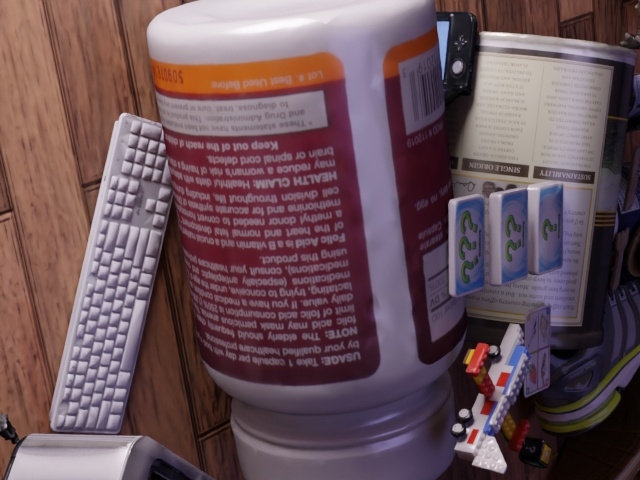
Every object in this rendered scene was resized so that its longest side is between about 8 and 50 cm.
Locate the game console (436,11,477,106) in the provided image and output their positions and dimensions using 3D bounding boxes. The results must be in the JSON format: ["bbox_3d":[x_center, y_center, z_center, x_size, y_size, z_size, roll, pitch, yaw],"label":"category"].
[{"bbox_3d":[0.069,-0.154,1.109,0.071,0.122,0.107,0,98,-44],"label":"game console"}]

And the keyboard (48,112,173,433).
[{"bbox_3d":[-0.161,0.029,1.002,0.072,0.014,0.256,13,89,-44],"label":"keyboard"}]

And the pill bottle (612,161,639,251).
[{"bbox_3d":[0.305,-0.031,1.380,0.169,0.094,0.094,-14,108,-41],"label":"pill bottle"}]

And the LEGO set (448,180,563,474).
[{"bbox_3d":[0.167,0.080,1.015,0.182,0.060,0.244,-11,103,-53],"label":"LEGO set"}]

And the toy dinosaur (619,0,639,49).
[{"bbox_3d":[0.398,-0.310,1.398,0.160,0.121,0.313,-36,118,-18],"label":"toy dinosaur"}]

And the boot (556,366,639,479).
[{"bbox_3d":[0.398,0.271,1.535,0.262,0.095,0.203,-52,130,-28],"label":"boot"}]

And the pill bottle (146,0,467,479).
[{"bbox_3d":[0.000,0.000,1.005,0.224,0.224,0.392,-23,114,-39],"label":"pill bottle"}]

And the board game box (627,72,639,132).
[{"bbox_3d":[0.306,-0.139,1.319,0.194,0.194,0.060,-16,94,-27],"label":"board game box"}]

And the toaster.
[{"bbox_3d":[-0.145,0.223,0.829,0.186,0.110,0.168,47,44,-48],"label":"toaster"}]

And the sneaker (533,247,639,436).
[{"bbox_3d":[0.330,0.080,1.422,0.300,0.111,0.121,-50,125,-27],"label":"sneaker"}]

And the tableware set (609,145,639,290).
[{"bbox_3d":[0.376,-0.036,1.342,0.128,0.039,0.194,-28,134,-32],"label":"tableware set"}]

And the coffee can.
[{"bbox_3d":[0.184,-0.050,1.185,0.201,0.201,0.275,0,98,-44],"label":"coffee can"}]
